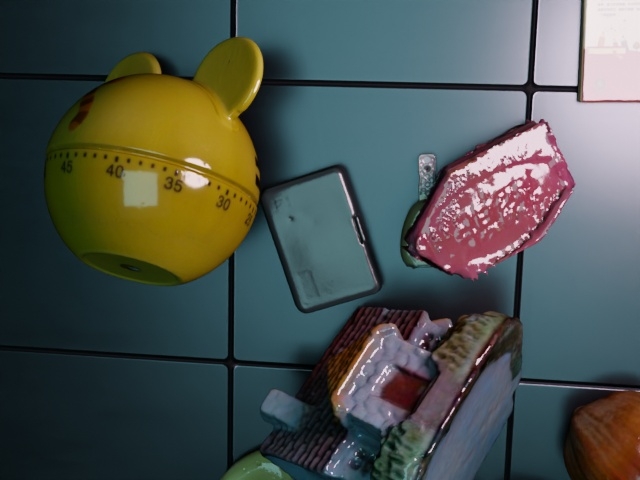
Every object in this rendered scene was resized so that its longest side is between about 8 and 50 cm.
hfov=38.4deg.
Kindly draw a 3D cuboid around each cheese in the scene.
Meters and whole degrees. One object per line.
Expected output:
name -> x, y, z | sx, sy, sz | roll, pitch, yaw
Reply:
cheese -> -0.081, 0.403, 1.653 | 0.127, 0.050, 0.255 | 37, 100, 2
cheese -> 0.181, -0.049, 1.547 | 0.097, 0.037, 0.192 | -1, 100, 7

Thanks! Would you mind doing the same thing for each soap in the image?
soap -> 0.262, -0.053, 1.478 | 0.289, 0.112, 0.182 | -28, 95, 1

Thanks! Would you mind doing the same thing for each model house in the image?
model house -> 0.097, 0.242, 1.462 | 0.339, 0.297, 0.360 | 22, 63, 30

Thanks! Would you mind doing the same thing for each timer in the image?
timer -> -0.250, -0.133, 1.460 | 0.376, 0.376, 0.387 | 10, 76, 6

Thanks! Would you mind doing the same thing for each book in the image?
book -> 0.498, -0.336, 1.465 | 0.162, 0.022, 0.232 | 1, 99, 5

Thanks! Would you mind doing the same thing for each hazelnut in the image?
hazelnut -> 0.498, 0.359, 1.499 | 0.210, 0.186, 0.210 | 3, 117, 5

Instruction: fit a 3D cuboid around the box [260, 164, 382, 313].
box -> 0.000, 0.000, 1.574 | 0.160, 0.050, 0.230 | -17, 96, 11
